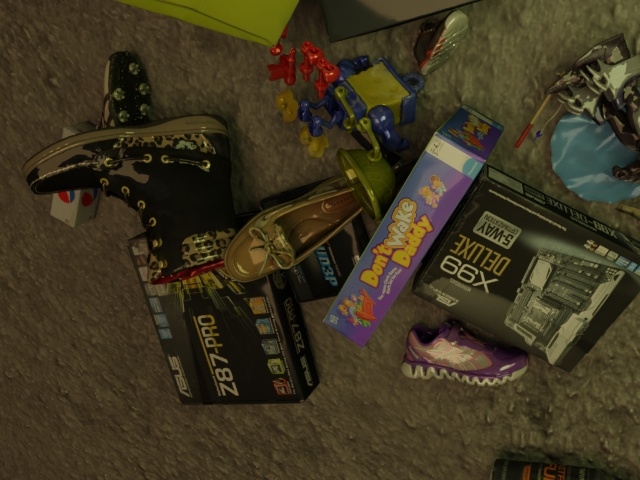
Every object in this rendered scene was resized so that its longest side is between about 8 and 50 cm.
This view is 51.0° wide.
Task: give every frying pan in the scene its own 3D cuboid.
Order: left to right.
[{"bbox_3d":[0.145,-0.084,1.185,0.326,0.053,0.197,29,118,13],"label":"frying pan"}]

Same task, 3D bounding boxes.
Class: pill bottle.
[{"bbox_3d":[0.441,0.477,1.228,0.246,0.130,0.130,-2,109,24],"label":"pill bottle"}]

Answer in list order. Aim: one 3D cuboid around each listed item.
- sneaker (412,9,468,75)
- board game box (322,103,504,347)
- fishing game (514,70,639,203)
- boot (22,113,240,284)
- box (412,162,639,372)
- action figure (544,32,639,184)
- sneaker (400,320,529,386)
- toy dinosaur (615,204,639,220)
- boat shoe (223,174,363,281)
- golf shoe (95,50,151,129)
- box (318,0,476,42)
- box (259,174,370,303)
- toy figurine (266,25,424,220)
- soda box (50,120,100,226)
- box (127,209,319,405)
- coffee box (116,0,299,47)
[{"bbox_3d":[0.173,-0.315,1.040,0.065,0.061,0.158,58,163,7],"label":"sneaker"},{"bbox_3d":[0.148,-0.027,1.048,0.078,0.233,0.347,33,117,7],"label":"board game box"},{"bbox_3d":[0.450,-0.149,1.032,0.264,0.041,0.189,28,119,3],"label":"fishing game"},{"bbox_3d":[-0.325,-0.060,1.224,0.378,0.138,0.284,-14,81,-12],"label":"boot"},{"bbox_3d":[0.342,0.050,1.104,0.307,0.076,0.242,27,119,-1],"label":"box"},{"bbox_3d":[0.448,-0.138,0.929,0.099,0.185,0.285,-36,82,-4],"label":"action figure"},{"bbox_3d":[0.257,0.200,1.227,0.236,0.095,0.104,-1,102,25],"label":"sneaker"},{"bbox_3d":[0.588,0.011,1.014,0.268,0.064,0.118,45,117,0],"label":"toy dinosaur"},{"bbox_3d":[-0.042,-0.022,1.157,0.285,0.089,0.104,-35,104,-2],"label":"boat shoe"},{"bbox_3d":[-0.407,-0.239,1.343,0.120,0.105,0.272,11,113,28],"label":"golf shoe"},{"bbox_3d":[0.148,-0.381,0.990,0.261,0.184,0.103,-8,106,27],"label":"box"},{"bbox_3d":[0.000,0.000,1.282,0.175,0.051,0.220,-13,104,27],"label":"box"},{"bbox_3d":[0.086,-0.224,1.050,0.362,0.217,0.191,56,157,33],"label":"toy figurine"},{"bbox_3d":[-0.517,-0.141,1.444,0.069,0.074,0.216,27,118,12],"label":"soda box"},{"bbox_3d":[-0.201,0.149,1.404,0.318,0.097,0.394,-7,105,28],"label":"box"},{"bbox_3d":[-0.185,-0.526,0.920,0.337,0.338,0.334,-57,46,31],"label":"coffee box"}]
